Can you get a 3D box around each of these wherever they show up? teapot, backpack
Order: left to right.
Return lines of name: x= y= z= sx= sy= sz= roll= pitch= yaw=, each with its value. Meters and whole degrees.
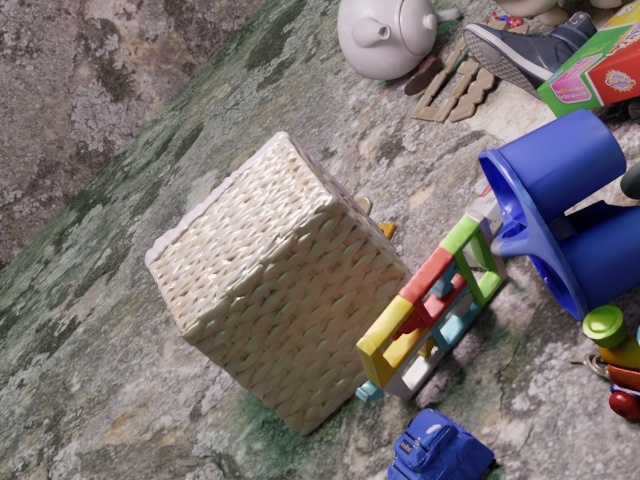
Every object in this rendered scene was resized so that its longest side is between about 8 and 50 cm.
teapot: x=0.175 y=-0.474 z=1.995 sx=0.187 sy=0.252 sz=0.256 roll=3 pitch=64 yaw=38
backpack: x=0.141 y=0.285 z=1.164 sx=0.120 sy=0.101 sz=0.098 roll=-52 pitch=22 yaw=-5

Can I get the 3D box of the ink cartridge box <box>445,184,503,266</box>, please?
ink cartridge box: x=0.262 y=-0.024 z=1.427 sx=0.135 sy=0.056 sz=0.099 roll=-50 pitch=9 yaw=-9

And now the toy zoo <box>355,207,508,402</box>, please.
toy zoo: x=0.152 y=0.113 z=1.285 sx=0.030 sy=0.192 sz=0.293 roll=34 pitch=79 yaw=33

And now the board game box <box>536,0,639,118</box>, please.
board game box: x=0.507 y=-0.307 z=1.375 sx=0.242 sy=0.064 sz=0.316 roll=-43 pitch=11 yaw=-16

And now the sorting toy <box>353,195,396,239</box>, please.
sorting toy: x=0.000 y=0.000 z=1.772 sx=0.348 sy=0.047 sz=0.196 roll=-18 pitch=39 yaw=40

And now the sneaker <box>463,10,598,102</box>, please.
sneaker: x=0.380 y=-0.353 z=1.601 sx=0.163 sy=0.226 sz=0.086 roll=-52 pitch=-10 yaw=-14

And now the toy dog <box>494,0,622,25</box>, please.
toy dog: x=0.425 y=-0.574 z=1.634 sx=0.285 sy=0.395 sz=0.408 roll=13 pitch=53 yaw=47

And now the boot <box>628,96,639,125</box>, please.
boot: x=0.572 y=-0.268 z=1.373 sx=0.247 sy=0.083 sz=0.161 roll=-35 pitch=18 yaw=18

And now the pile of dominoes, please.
pile of dominoes: x=0.311 y=-0.333 z=1.840 sx=0.251 sy=0.040 sz=0.196 roll=-56 pitch=30 yaw=-4

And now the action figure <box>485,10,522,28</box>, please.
action figure: x=0.386 y=-0.460 z=1.893 sx=0.038 sy=0.030 sz=0.115 roll=-43 pitch=30 yaw=-6

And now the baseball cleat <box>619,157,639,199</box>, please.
baseball cleat: x=0.496 y=-0.079 z=1.207 sx=0.206 sy=0.072 sz=0.109 roll=-24 pitch=41 yaw=40

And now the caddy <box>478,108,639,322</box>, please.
caddy: x=0.300 y=-0.027 z=1.159 sx=0.179 sy=0.241 sz=0.341 roll=-28 pitch=1 yaw=7

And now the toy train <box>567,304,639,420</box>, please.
toy train: x=0.347 y=0.129 z=1.050 sx=0.105 sy=0.143 sz=0.248 roll=-54 pitch=30 yaw=-17

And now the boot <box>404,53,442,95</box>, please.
boot: x=0.218 y=-0.359 z=1.956 sx=0.106 sy=0.037 sz=0.114 roll=-41 pitch=14 yaw=11

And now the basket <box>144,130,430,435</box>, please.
basket: x=-0.048 y=0.072 z=1.452 sx=0.331 sy=0.328 sz=0.266 roll=-42 pitch=31 yaw=5
